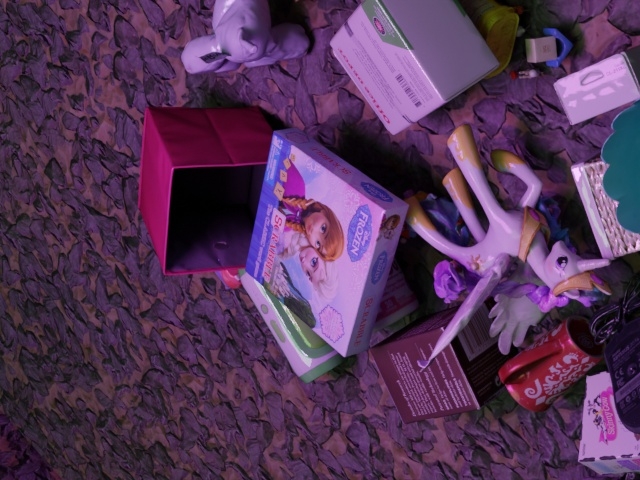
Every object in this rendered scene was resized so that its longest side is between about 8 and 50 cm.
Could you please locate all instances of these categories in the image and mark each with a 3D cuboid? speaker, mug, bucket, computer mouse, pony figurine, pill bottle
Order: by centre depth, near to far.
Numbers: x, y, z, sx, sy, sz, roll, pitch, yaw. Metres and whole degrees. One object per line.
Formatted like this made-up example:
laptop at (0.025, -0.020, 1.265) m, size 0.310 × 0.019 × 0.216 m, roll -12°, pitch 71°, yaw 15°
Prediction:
bucket at (0.562, -0.106, 1.461) m, size 0.281 × 0.183 × 0.281 m, roll 38°, pitch 140°, yaw 40°
computer mouse at (0.531, 0.194, 1.672) m, size 0.188 × 0.072 × 0.272 m, roll -50°, pitch 28°, yaw 43°
pony figurine at (0.294, 0.035, 1.760) m, size 0.363 × 0.303 × 0.351 m, roll 54°, pitch 133°, yaw 22°
mug at (0.410, 0.221, 1.827) m, size 0.113 × 0.150 × 0.169 m, roll 50°, pitch 130°, yaw 11°
pill bottle at (0.064, 0.044, 2.059) m, size 0.160 × 0.160 × 0.283 m, roll -31°, pitch 86°, yaw 47°
speaker at (-0.061, 0.159, 2.254) m, size 0.131 × 0.131 × 0.296 m, roll -38°, pitch 81°, yaw 46°

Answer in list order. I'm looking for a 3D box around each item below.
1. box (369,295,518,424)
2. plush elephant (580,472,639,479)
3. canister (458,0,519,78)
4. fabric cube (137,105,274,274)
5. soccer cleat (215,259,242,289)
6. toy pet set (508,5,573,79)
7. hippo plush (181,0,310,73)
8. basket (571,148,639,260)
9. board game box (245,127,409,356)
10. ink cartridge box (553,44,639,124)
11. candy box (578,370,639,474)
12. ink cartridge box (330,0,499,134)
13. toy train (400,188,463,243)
box at (0.242, 0.229, 1.968) m, size 0.203 × 0.168 × 0.167 m, roll -24°, pitch 92°, yaw 47°
plush elephant at (0.527, 0.542, 1.770) m, size 0.330 × 0.272 × 0.255 m, roll -59°, pitch 38°, yaw 16°
canister at (0.243, -0.369, 1.734) m, size 0.170 × 0.073 × 0.126 m, roll 47°, pitch 150°, yaw 32°
fabric cube at (-0.220, -0.110, 2.131) m, size 0.258 × 0.259 × 0.254 m, roll -122°, pitch 34°, yaw -51°
soccer cleat at (-0.247, 0.002, 2.399) m, size 0.095 × 0.083 × 0.248 m, roll -31°, pitch 89°, yaw 51°
toy pet set at (0.359, -0.327, 1.697) m, size 0.114 × 0.065 × 0.122 m, roll -138°, pitch 38°, yaw -72°
hippo plush at (-0.174, -0.455, 1.990) m, size 0.234 × 0.294 × 0.236 m, roll -7°, pitch 95°, yaw 26°
basket at (0.489, -0.068, 1.637) m, size 0.103 × 0.113 × 0.167 m, roll -16°, pitch 98°, yaw 44°
board game box at (0.000, 0.000, 1.930) m, size 0.318 × 0.066 × 0.318 m, roll 37°, pitch 127°, yaw 37°
ink cartridge box at (0.452, -0.242, 1.545) m, size 0.127 × 0.175 × 0.072 m, roll -21°, pitch 93°, yaw 47°
candy box at (0.536, 0.296, 1.723) m, size 0.070 × 0.164 × 0.196 m, roll 32°, pitch 147°, yaw -31°
ink cartridge box at (0.147, -0.316, 1.736) m, size 0.211 × 0.122 × 0.289 m, roll 56°, pitch 167°, yaw -4°
toy train at (0.209, -0.039, 1.970) m, size 0.166 × 0.046 × 0.125 m, roll 20°, pitch 132°, yaw 34°
